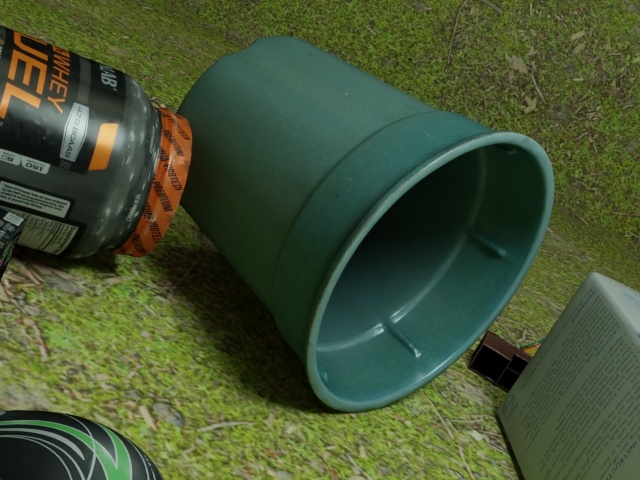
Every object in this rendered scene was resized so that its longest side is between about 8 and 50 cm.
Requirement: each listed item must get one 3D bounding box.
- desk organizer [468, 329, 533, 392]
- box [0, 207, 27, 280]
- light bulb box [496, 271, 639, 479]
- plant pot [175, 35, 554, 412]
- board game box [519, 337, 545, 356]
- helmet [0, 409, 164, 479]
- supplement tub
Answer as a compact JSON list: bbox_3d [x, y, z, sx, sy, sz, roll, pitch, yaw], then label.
[{"bbox_3d":[0.267,0.180,1.269,0.130,0.047,0.050,31,21,8],"label":"desk organizer"},{"bbox_3d":[-0.305,0.015,0.833,0.052,0.083,0.062,26,18,-10],"label":"box"},{"bbox_3d":[0.426,0.258,1.007,0.358,0.225,0.361,24,18,-11],"label":"light bulb box"},{"bbox_3d":[0.018,-0.048,1.052,0.341,0.341,0.334,5,30,-50],"label":"plant pot"},{"bbox_3d":[0.427,0.176,1.402,0.260,0.030,0.136,-13,37,-35],"label":"board game box"},{"bbox_3d":[-0.155,0.173,0.511,0.162,0.169,0.169,14,16,10],"label":"helmet"},{"bbox_3d":[-0.315,-0.104,0.942,0.338,0.207,0.207,18,21,-28],"label":"supplement tub"}]
